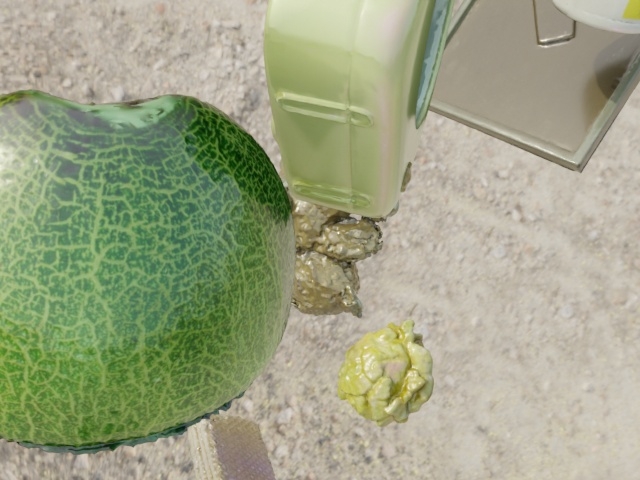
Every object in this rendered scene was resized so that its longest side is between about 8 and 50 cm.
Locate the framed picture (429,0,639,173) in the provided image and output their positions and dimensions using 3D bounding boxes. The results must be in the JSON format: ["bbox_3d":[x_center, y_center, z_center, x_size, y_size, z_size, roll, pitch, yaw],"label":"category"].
[{"bbox_3d":[0.370,-0.350,1.111,0.326,0.028,0.446,32,87,34],"label":"framed picture"}]

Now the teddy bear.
[{"bbox_3d":[0.000,0.000,1.126,0.156,0.267,0.256,-24,117,-31],"label":"teddy bear"}]

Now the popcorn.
[{"bbox_3d":[0.162,0.317,1.685,0.259,0.259,0.212,-12,54,-24],"label":"popcorn"}]

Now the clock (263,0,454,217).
[{"bbox_3d":[0.050,-0.187,0.535,0.096,0.235,0.307,14,67,11],"label":"clock"}]

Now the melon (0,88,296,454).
[{"bbox_3d":[-0.114,0.016,0.404,0.265,0.169,0.129,-5,41,-24],"label":"melon"}]

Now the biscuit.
[{"bbox_3d":[-0.116,0.330,0.979,0.108,0.061,0.239,24,19,-29],"label":"biscuit"}]

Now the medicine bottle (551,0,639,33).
[{"bbox_3d":[0.383,-0.393,0.861,0.144,0.258,0.143,6,37,-4],"label":"medicine bottle"}]
